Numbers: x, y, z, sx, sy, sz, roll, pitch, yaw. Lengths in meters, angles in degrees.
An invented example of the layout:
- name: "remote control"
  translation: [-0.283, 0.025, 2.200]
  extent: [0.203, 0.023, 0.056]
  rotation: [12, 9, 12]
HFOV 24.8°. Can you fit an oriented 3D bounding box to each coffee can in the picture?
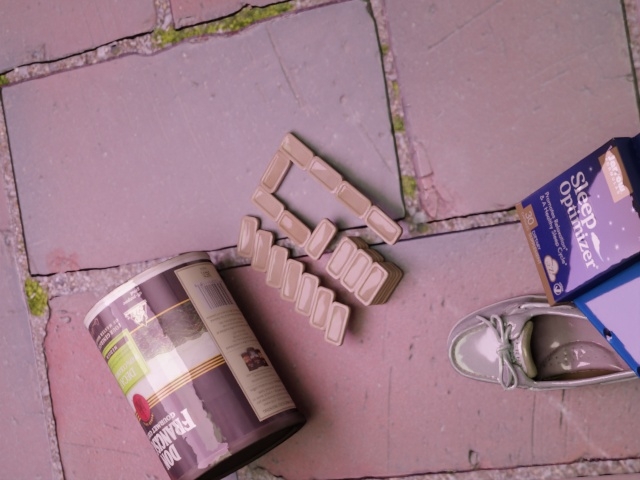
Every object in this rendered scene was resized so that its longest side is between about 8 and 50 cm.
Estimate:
- name: "coffee can"
  translation: [-0.174, 0.182, 2.008]
  extent: [0.201, 0.201, 0.275]
  rotation: [-37, 76, 26]

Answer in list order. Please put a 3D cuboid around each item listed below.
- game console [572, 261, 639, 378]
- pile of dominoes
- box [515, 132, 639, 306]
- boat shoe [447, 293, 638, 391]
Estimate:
- name: "game console"
  translation: [0.458, 0.038, 1.670]
  extent: [0.293, 0.250, 0.173]
  rotation: [54, 161, 36]
- name: "pile of dominoes"
  translation: [0.000, 0.000, 2.005]
  extent: [0.251, 0.040, 0.196]
  rotation: [42, 113, 28]
- name: "box"
  translation: [0.323, -0.027, 1.686]
  extent: [0.225, 0.037, 0.136]
  rotation: [-38, 63, 50]
- name: "boat shoe"
  translation: [0.298, 0.130, 1.804]
  extent: [0.321, 0.103, 0.118]
  rotation: [-1, 94, 28]
